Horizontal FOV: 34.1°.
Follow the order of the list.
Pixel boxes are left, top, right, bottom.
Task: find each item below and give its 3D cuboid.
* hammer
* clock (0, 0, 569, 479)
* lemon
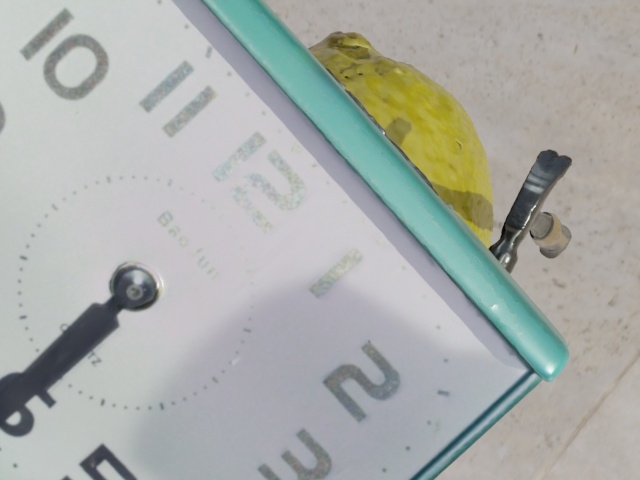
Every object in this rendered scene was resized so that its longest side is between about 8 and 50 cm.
[{"bbox_3d":[0.148,-0.012,0.688,0.021,0.201,0.078,28,95,18],"label":"hammer"},{"bbox_3d":[-0.073,0.017,0.427,0.231,0.116,0.262,-42,96,6],"label":"clock"},{"bbox_3d":[0.000,0.000,0.811,0.268,0.268,0.322,16,99,11],"label":"lemon"}]
